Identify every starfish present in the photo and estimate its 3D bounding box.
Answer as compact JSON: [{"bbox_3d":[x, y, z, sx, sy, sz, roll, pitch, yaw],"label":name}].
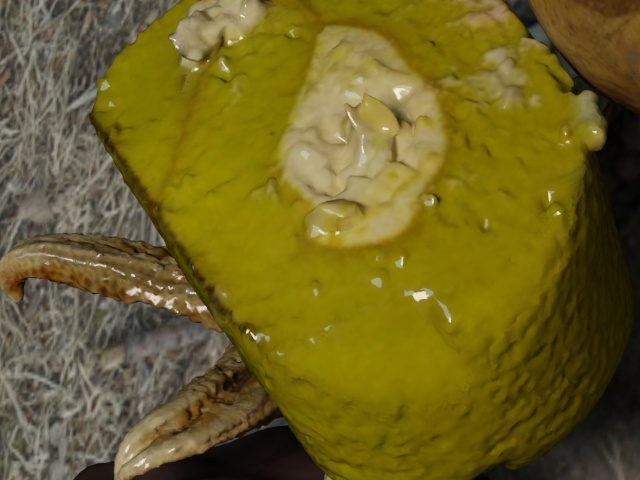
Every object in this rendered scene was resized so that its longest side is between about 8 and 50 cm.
[{"bbox_3d":[0.006,0.007,0.955,0.327,0.094,0.375,-27,33,-4],"label":"starfish"}]

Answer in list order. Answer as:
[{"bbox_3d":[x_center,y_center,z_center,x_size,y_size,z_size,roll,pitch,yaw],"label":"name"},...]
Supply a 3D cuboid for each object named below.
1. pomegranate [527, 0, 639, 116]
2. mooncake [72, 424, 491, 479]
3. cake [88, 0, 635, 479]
[{"bbox_3d":[0.206,-0.156,0.745,0.281,0.281,0.281,-13,69,39],"label":"pomegranate"},{"bbox_3d":[-0.041,0.178,0.865,0.283,0.283,0.141,1,110,42],"label":"mooncake"},{"bbox_3d":[0.026,-0.018,0.796,0.179,0.156,0.260,-35,48,-3],"label":"cake"}]
